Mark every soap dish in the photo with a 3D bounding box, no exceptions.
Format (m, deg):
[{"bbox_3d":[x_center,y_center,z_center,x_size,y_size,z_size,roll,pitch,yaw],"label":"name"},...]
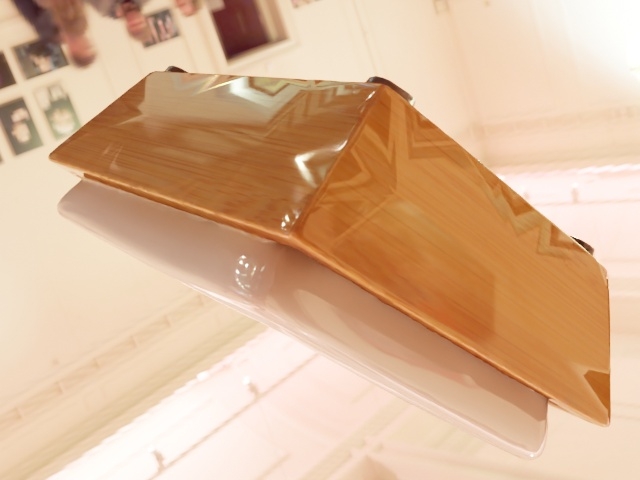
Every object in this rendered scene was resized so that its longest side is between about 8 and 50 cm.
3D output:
[{"bbox_3d":[0.000,0.000,0.521,0.291,0.229,0.118,17,-102,55],"label":"soap dish"}]
